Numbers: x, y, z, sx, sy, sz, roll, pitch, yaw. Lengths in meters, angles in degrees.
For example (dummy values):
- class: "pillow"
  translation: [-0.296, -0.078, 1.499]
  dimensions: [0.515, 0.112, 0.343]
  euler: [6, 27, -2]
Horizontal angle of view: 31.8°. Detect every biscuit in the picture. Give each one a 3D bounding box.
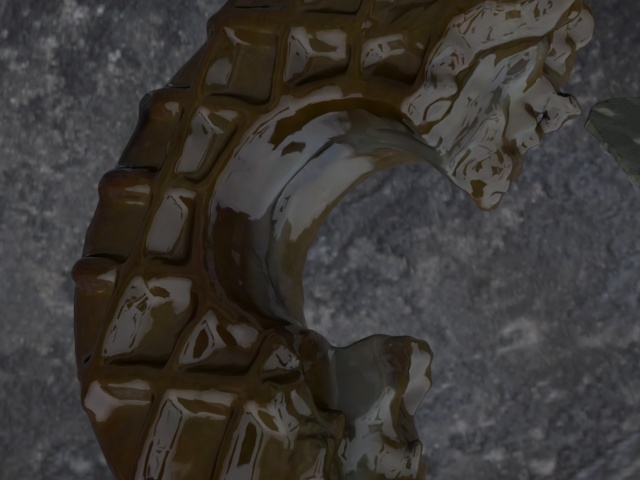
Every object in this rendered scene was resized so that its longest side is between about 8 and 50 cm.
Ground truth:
- class: "biscuit"
  translation: [-0.010, -0.011, 0.621]
  dimensions: [0.268, 0.366, 0.115]
  euler: [12, 164, 37]

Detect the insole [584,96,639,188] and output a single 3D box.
- class: "insole"
  translation: [0.139, 0.014, 0.290]
  dimensions: [0.081, 0.248, 0.011]
  euler: [-2, 120, -13]
